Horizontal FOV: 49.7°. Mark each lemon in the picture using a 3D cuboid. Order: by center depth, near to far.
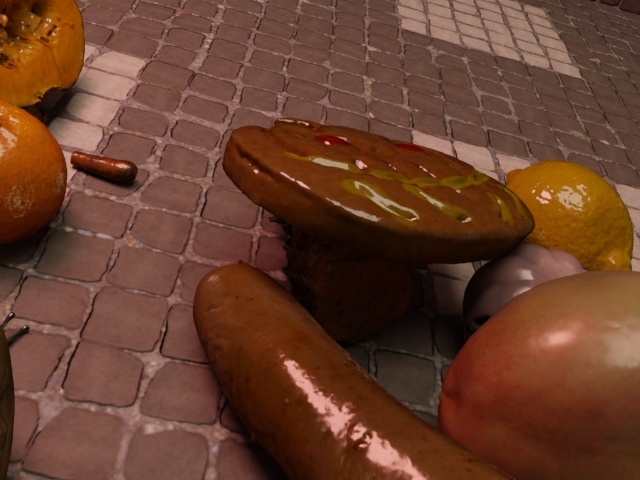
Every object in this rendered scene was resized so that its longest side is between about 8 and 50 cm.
[{"bbox_3d":[0.353,-0.018,1.011,0.187,0.187,0.244,-14,53,-35],"label":"lemon"}]

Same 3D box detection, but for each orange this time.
[{"bbox_3d":[-0.392,-0.083,0.795,0.193,0.161,0.193,12,34,-8],"label":"orange"}]

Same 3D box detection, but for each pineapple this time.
[{"bbox_3d":[0.000,0.000,0.888,0.158,0.158,0.278,-4,33,-27],"label":"pineapple"}]

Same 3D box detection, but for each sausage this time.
[{"bbox_3d":[0.012,0.166,0.644,0.136,0.123,0.501,-40,47,-17],"label":"sausage"}]

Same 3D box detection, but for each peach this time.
[{"bbox_3d":[0.260,0.171,0.659,0.292,0.292,0.247,10,21,-11],"label":"peach"}]

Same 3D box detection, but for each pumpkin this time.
[{"bbox_3d":[-0.484,-0.258,0.960,0.232,0.242,0.325,-8,23,13],"label":"pumpkin"}]

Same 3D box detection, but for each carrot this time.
[{"bbox_3d":[-0.300,-0.103,0.962,0.093,0.032,0.032,14,38,2],"label":"carrot"}]

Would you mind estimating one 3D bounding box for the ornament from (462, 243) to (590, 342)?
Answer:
[{"bbox_3d":[0.263,0.098,0.863,0.177,0.177,0.177,12,38,-9],"label":"ornament"}]

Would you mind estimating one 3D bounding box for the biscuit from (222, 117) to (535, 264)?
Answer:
[{"bbox_3d":[0.068,-0.082,0.839,0.350,0.070,0.394,35,27,33],"label":"biscuit"}]

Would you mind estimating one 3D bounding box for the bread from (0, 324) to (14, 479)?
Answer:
[{"bbox_3d":[-0.398,0.115,0.443,0.376,0.348,0.253,15,69,-9],"label":"bread"}]

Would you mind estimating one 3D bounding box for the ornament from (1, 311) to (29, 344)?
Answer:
[{"bbox_3d":[-0.342,0.116,0.680,0.073,0.028,0.125,13,37,-9],"label":"ornament"}]
